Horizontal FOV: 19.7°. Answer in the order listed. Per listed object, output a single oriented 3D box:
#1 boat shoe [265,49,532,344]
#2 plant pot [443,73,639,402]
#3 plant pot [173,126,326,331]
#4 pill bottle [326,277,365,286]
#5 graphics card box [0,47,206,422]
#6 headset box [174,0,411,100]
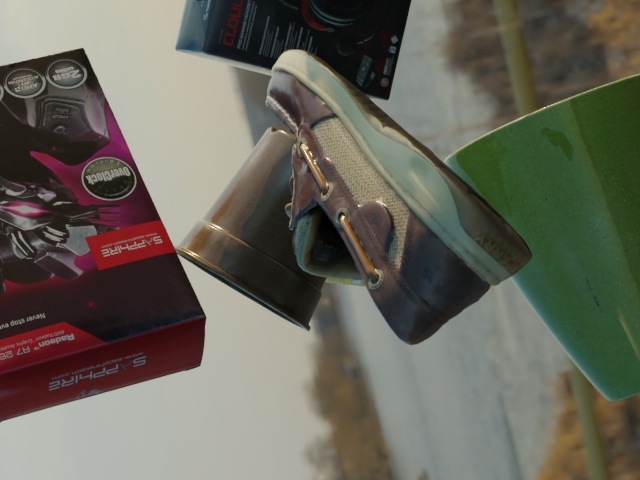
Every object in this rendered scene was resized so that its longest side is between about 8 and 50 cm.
[{"bbox_3d":[0.021,-0.031,1.300,0.123,0.123,0.342,37,-174,-35],"label":"boat shoe"},{"bbox_3d":[0.304,0.008,1.892,0.275,0.274,0.294,80,170,-84],"label":"plant pot"},{"bbox_3d":[-0.043,-0.018,1.911,0.165,0.167,0.167,-60,-4,-5],"label":"plant pot"},{"bbox_3d":[0.000,0.000,2.594,0.117,0.208,0.118,6,-90,-86],"label":"pill bottle"},{"bbox_3d":[-0.287,-0.013,1.854,0.094,0.232,0.371,102,147,-53],"label":"graphics card box"},{"bbox_3d":[-0.039,-0.313,2.302,0.110,0.293,0.218,15,92,64],"label":"headset box"}]
